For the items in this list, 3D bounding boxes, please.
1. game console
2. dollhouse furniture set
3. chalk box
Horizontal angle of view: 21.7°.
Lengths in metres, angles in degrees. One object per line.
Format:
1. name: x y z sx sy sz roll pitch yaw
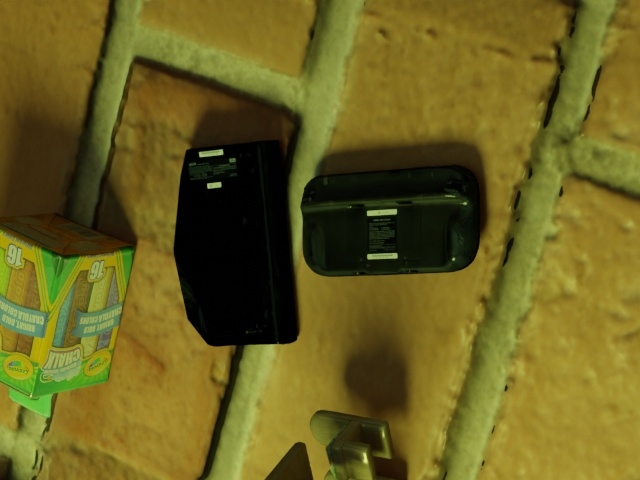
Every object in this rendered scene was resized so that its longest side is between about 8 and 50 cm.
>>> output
1. game console: 0.000 0.000 1.702 0.361 0.044 0.213 -3 93 33
2. dollhouse furniture set: -0.033 0.313 1.650 0.161 0.212 0.242 7 124 30
3. chalk box: -0.312 0.090 1.851 0.132 0.132 0.213 21 104 30
